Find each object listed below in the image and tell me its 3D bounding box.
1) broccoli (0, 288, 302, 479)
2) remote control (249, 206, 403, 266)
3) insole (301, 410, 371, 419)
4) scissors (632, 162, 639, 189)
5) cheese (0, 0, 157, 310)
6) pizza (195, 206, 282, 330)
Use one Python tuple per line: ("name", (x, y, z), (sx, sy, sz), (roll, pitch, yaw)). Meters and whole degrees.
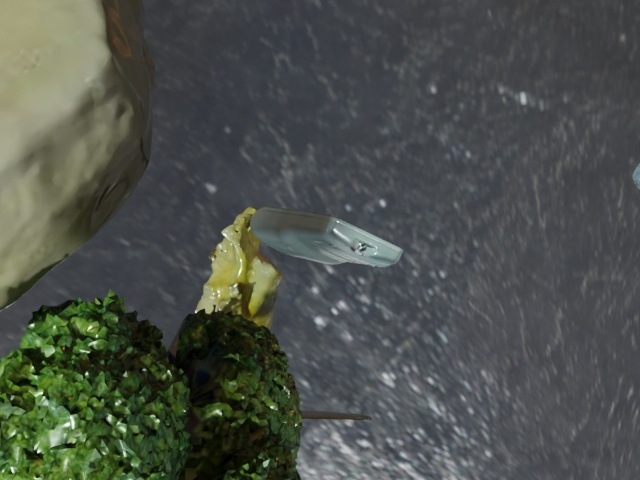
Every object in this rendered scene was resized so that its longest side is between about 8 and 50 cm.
("broccoli", (-0.158, 0.197, 0.934), (0.310, 0.413, 0.321), (1, 82, 0))
("remote control", (0.000, 0.000, 1.121), (0.061, 0.162, 0.029), (23, 85, -20))
("insole", (-0.029, 0.139, 1.250), (0.064, 0.188, 0.004), (3, 87, 43))
("scissors", (0.399, -0.173, 1.244), (0.029, 0.256, 0.383), (45, 101, 15))
("cheese", (-0.247, -0.085, 0.887), (0.318, 0.115, 0.326), (25, 67, 28))
("pizza", (-0.082, 0.115, 1.427), (0.075, 0.280, 0.287), (13, 103, 12))
